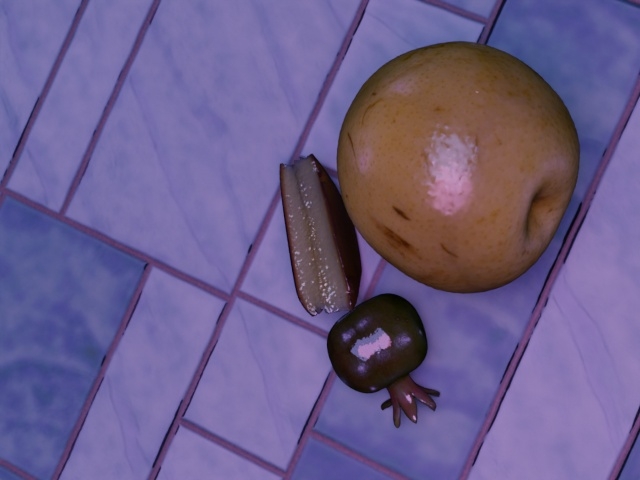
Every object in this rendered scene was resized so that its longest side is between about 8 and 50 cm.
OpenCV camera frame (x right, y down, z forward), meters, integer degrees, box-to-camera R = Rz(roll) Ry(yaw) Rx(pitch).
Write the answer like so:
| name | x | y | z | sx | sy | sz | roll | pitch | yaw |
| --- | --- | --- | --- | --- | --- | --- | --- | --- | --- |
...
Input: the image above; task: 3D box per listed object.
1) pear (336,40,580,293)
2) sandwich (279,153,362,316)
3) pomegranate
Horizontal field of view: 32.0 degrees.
| name | x | y | z | sx | sy | sz | roll | pitch | yaw |
| --- | --- | --- | --- | --- | --- | --- | --- | --- | --- |
| pear | 0.190 | -0.103 | 1.556 | 0.348 | 0.348 | 0.348 | -2 | 84 | 14 |
| sandwich | 0.000 | 0.000 | 1.709 | 0.094 | 0.096 | 0.258 | -15 | 70 | 15 |
| pomegranate | 0.101 | 0.177 | 1.663 | 0.152 | 0.131 | 0.191 | -35 | 100 | 3 |
